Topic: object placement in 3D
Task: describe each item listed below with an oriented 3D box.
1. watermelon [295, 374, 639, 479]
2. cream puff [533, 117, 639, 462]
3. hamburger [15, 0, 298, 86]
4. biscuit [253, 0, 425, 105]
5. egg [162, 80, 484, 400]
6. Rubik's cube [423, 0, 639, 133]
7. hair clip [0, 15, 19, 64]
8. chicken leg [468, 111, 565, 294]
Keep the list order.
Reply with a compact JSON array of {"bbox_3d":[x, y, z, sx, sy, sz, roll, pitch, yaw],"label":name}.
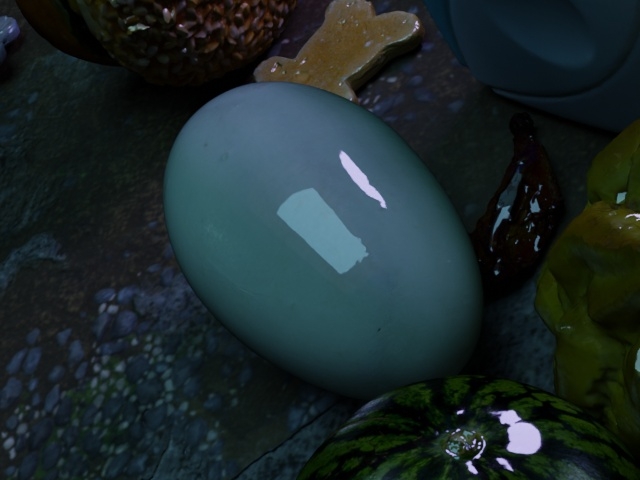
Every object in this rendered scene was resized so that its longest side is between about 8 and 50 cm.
[{"bbox_3d":[0.101,0.235,1.098,0.285,0.285,0.285,-17,46,18],"label":"watermelon"},{"bbox_3d":[0.297,0.001,1.199,0.291,0.257,0.324,29,71,40],"label":"cream puff"},{"bbox_3d":[-0.167,-0.333,1.727,0.250,0.330,0.330,11,59,44],"label":"hamburger"},{"bbox_3d":[-0.006,-0.167,1.691,0.234,0.030,0.153,-48,44,-14],"label":"biscuit"},{"bbox_3d":[0.000,0.000,1.394,0.230,0.230,0.371,-39,48,-5],"label":"egg"},{"bbox_3d":[0.288,-0.321,1.414,0.352,0.351,0.347,25,69,41],"label":"Rubik's cube"},{"bbox_3d":[-0.485,-0.198,1.989,0.257,0.075,0.146,-48,42,-5],"label":"hair clip"},{"bbox_3d":[0.177,-0.037,1.455,0.093,0.053,0.205,-4,45,47],"label":"chicken leg"}]
